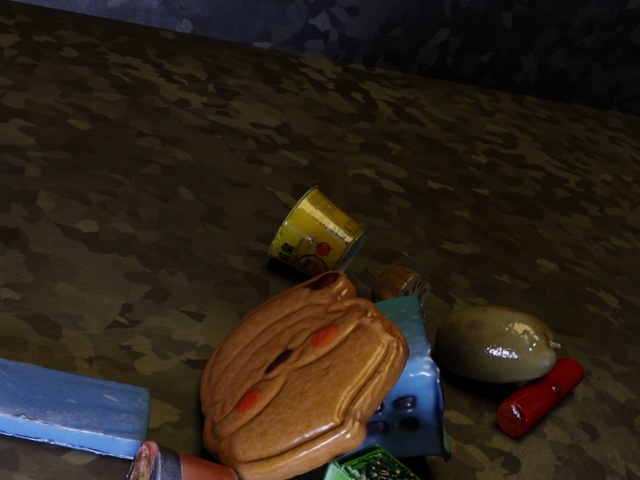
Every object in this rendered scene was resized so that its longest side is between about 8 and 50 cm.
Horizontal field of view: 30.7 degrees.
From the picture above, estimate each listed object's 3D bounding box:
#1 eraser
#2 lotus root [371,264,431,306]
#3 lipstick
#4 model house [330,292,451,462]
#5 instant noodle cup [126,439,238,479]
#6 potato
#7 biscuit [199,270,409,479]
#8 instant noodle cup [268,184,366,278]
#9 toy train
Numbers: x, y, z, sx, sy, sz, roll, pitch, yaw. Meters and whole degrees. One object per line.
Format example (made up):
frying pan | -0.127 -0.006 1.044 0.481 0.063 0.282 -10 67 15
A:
eraser | -0.416 0.251 1.788 0.312 0.042 0.144 14 27 -11
lotus root | 0.158 0.111 2.365 0.081 0.112 0.122 25 -6 32
lipstick | 0.423 0.296 2.236 0.073 0.073 0.280 32 29 23
model house | 0.058 0.241 1.955 0.303 0.215 0.237 -4 29 -1
instant noodle cup | -0.196 0.358 1.665 0.136 0.127 0.127 16 25 -26
potato | 0.346 0.202 2.243 0.251 0.159 0.174 -2 30 32
biscuit | -0.044 0.213 1.841 0.078 0.350 0.455 50 -4 -28
instant noodle cup | 0.000 0.000 2.413 0.144 0.182 0.182 35 29 9
toy train | 0.094 0.420 1.649 0.132 0.188 0.243 -14 41 -45
